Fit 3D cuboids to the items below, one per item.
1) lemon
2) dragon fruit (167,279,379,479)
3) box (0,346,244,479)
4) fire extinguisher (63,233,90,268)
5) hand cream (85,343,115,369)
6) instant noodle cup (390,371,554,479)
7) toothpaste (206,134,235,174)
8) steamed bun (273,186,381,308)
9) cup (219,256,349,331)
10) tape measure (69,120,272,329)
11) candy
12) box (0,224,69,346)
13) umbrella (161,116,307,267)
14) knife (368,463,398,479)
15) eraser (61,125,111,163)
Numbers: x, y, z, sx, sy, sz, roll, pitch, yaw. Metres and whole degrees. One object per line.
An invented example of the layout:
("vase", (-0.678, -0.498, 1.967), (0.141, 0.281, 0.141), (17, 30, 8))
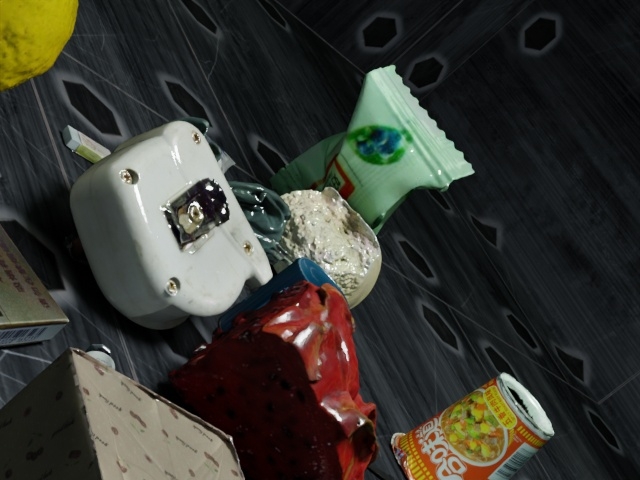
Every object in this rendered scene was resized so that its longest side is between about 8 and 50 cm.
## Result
("lemon", (-0.442, -0.317, 1.668), (0.268, 0.268, 0.322), (45, -1, -12))
("dragon fruit", (0.027, 0.201, 1.643), (0.329, 0.228, 0.286), (56, 38, 0))
("box", (-0.173, 0.283, 1.098), (0.225, 0.190, 0.297), (37, 20, -41))
("fire extinguisher", (-0.301, 0.020, 1.685), (0.100, 0.032, 0.046), (17, 70, -60))
("hand cream", (-0.250, 0.180, 1.406), (0.067, 0.042, 0.194), (43, 21, -25))
("instant noodle cup", (0.254, 0.325, 2.105), (0.193, 0.212, 0.193), (44, 16, -16))
("toothpaste", (-0.199, -0.151, 2.328), (0.096, 0.061, 0.266), (45, 9, -8))
("steamed bun", (0.000, 0.000, 2.276), (0.200, 0.170, 0.225), (21, 29, -52))
("cup", (-0.056, 0.112, 1.880), (0.131, 0.155, 0.176), (52, 14, 13))
("tape measure", (-0.192, -0.011, 1.713), (0.258, 0.130, 0.265), (65, 31, -15))
("candy", (0.074, -0.111, 2.409), (0.172, 0.398, 0.263), (-17, 72, -38))
("box", (-0.402, 0.034, 1.329), (0.180, 0.047, 0.325), (52, 15, 14))
("umbrella", (-0.140, -0.056, 2.086), (0.349, 0.143, 0.094), (42, 57, -17))
("knife", (0.094, 0.355, 1.980), (0.170, 0.010, 0.023), (39, 12, -25))
("eraser", (-0.346, -0.138, 1.937), (0.083, 0.019, 0.038), (34, 22, -42))
